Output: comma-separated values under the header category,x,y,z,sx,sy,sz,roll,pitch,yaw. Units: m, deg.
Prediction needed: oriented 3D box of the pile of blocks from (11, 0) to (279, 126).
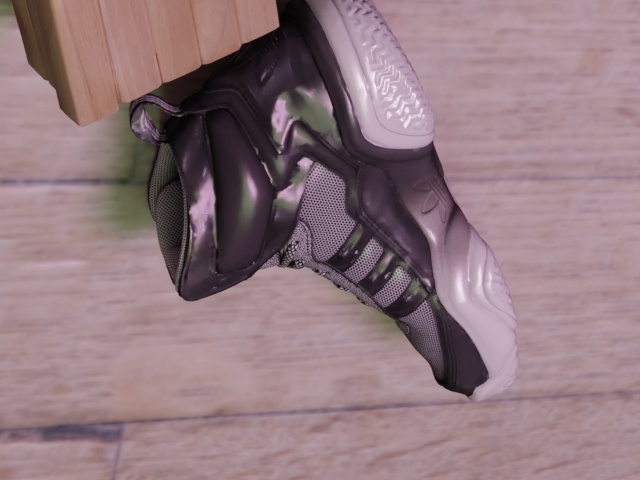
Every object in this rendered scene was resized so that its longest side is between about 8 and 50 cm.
category,x,y,z,sx,sy,sz,roll,pitch,yaw
pile of blocks,-0.146,-0.198,0.735,0.149,0.112,0.362,-45,138,-3

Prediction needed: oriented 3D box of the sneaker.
category,x,y,z,sx,sy,sz,roll,pitch,yaw
sneaker,0.000,0.000,0.954,0.153,0.101,0.269,-26,126,0
